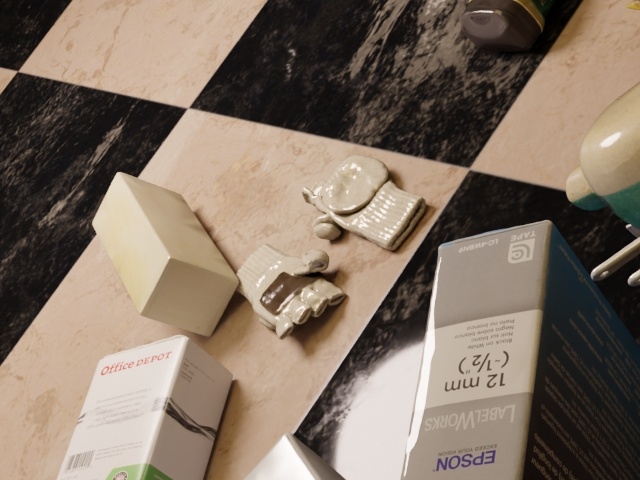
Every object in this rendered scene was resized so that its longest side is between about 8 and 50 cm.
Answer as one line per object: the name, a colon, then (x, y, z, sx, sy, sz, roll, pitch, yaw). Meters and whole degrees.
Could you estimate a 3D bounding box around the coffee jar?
coffee jar: (0.245, -0.310, 1.747, 0.096, 0.079, 0.184, 7, 61, 52)

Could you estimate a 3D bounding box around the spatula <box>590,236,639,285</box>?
spatula: (0.350, -0.022, 1.212, 0.242, 0.168, 0.019, -39, 60, 20)

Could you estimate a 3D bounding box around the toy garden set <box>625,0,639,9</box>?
toy garden set: (0.417, -0.198, 1.359, 0.244, 0.204, 0.049, 40, 122, 57)

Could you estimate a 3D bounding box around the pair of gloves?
pair of gloves: (0.000, 0.000, 1.740, 0.240, 0.042, 0.204, -47, 33, 0)

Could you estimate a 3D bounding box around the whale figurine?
whale figurine: (0.327, -0.085, 1.330, 0.216, 0.141, 0.272, -38, 4, 5)

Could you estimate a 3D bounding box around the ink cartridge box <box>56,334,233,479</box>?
ink cartridge box: (-0.207, 0.235, 1.684, 0.160, 0.092, 0.219, -16, 44, 38)

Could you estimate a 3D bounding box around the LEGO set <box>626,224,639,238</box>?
LEGO set: (0.398, -0.041, 1.319, 0.244, 0.060, 0.182, -52, 30, -6)

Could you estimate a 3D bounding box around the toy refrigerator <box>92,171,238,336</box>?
toy refrigerator: (-0.206, 0.017, 1.885, 0.094, 0.102, 0.269, -61, 31, 14)

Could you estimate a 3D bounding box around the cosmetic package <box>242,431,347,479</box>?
cosmetic package: (0.012, 0.365, 1.250, 0.217, 0.156, 0.385, -45, 32, 3)

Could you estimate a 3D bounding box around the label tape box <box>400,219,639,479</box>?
label tape box: (0.170, 0.198, 1.144, 0.115, 0.249, 0.347, -12, 47, 32)
